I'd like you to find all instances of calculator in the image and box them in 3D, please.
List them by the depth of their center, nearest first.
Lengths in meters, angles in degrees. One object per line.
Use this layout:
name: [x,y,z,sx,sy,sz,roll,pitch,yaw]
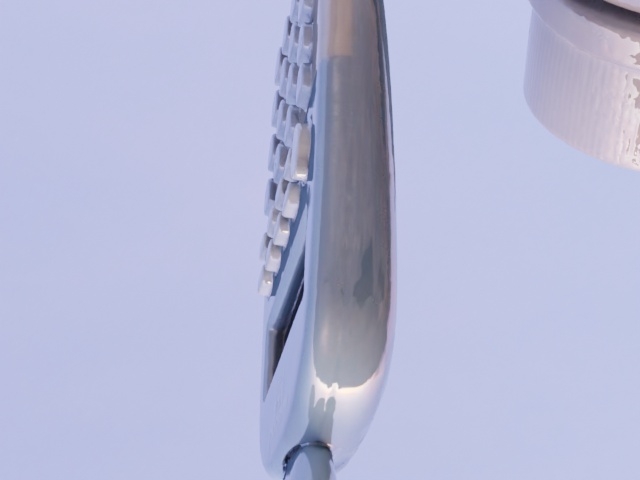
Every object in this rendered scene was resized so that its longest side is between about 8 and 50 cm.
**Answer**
calculator: [0.000,0.000,0.726,0.042,0.188,0.303,3,-114,-9]

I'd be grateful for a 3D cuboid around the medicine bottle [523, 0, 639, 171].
medicine bottle: [0.254,-0.220,1.091,0.245,0.306,0.245,3,-145,-2]
